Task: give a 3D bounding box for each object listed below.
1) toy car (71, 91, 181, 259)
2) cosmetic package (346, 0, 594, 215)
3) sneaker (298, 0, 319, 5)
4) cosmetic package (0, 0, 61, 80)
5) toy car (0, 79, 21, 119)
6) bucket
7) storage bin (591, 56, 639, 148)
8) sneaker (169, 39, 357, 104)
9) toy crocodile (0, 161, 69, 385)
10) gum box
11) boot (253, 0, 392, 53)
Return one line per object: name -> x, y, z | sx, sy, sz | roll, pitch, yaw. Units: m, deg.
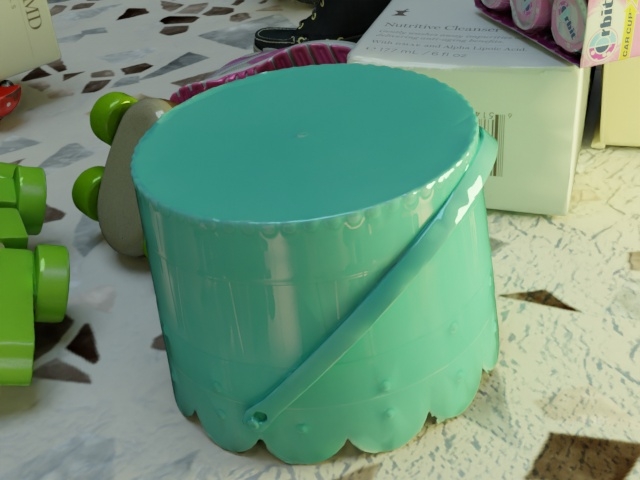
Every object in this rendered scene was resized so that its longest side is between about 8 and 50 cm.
toy car -> -0.113, -0.055, 0.842 | 0.188, 0.149, 0.155 | 2, 21, -47
cosmetic package -> 0.183, -0.193, 0.928 | 0.217, 0.156, 0.385 | 6, 36, 16
sneaker -> 0.063, -0.403, 1.363 | 0.234, 0.078, 0.106 | -1, 30, 7
cosmetic package -> -0.570, -0.266, 1.035 | 0.453, 0.230, 0.161 | -32, 41, -33
toy car -> -0.521, -0.190, 1.171 | 0.239, 0.053, 0.225 | -14, 32, -12
bucket -> 0.000, 0.000, 0.637 | 0.281, 0.183, 0.281 | -6, 34, 4
storage bin -> 0.435, -0.198, 0.920 | 0.262, 0.123, 0.260 | 5, 34, 20
sneaker -> -0.044, -0.178, 0.988 | 0.252, 0.103, 0.111 | -6, 26, 20
toy crocodile -> -0.292, 0.015, 0.757 | 0.115, 0.105, 0.340 | 1, 32, -26
gum box -> 0.225, -0.221, 0.769 | 0.107, 0.062, 0.188 | -14, 34, -15
boot -> 0.009, -0.315, 1.138 | 0.236, 0.179, 0.085 | 13, 37, 28
